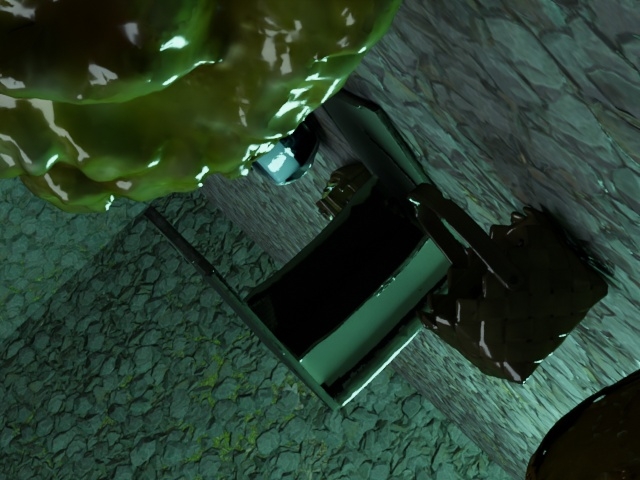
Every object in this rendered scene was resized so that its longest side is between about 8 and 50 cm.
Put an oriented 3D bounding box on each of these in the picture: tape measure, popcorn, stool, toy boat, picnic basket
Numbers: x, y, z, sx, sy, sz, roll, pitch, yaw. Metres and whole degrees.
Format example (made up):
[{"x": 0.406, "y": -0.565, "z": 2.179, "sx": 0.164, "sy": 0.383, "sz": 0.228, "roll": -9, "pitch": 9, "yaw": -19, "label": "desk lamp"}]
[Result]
[{"x": -0.089, "y": -0.156, "z": 1.520, "sx": 0.182, "sy": 0.107, "sz": 0.181, "roll": 45, "pitch": -179, "yaw": 29, "label": "tape measure"}, {"x": -0.105, "y": -0.174, "z": 0.723, "sx": 0.274, "sy": 0.335, "sz": 0.279, "roll": 38, "pitch": -158, "yaw": -33, "label": "popcorn"}, {"x": 0.000, "y": 0.000, "z": 1.291, "sx": 0.170, "sy": 0.243, "sz": 0.270, "roll": 37, "pitch": 169, "yaw": 51, "label": "stool"}, {"x": 0.030, "y": -0.056, "z": 1.514, "sx": 0.064, "sy": 0.072, "sz": 0.206, "roll": 44, "pitch": 174, "yaw": -1, "label": "toy boat"}, {"x": 0.138, "y": 0.023, "z": 1.012, "sx": 0.178, "sy": 0.138, "sz": 0.128, "roll": 46, "pitch": 172, "yaw": -10, "label": "picnic basket"}]

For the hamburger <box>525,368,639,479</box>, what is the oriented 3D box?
[{"x": 0.266, "y": 0.181, "z": 0.722, "sx": 0.245, "sy": 0.260, "sz": 0.211, "roll": -22, "pitch": 98, "yaw": 50, "label": "hamburger"}]
